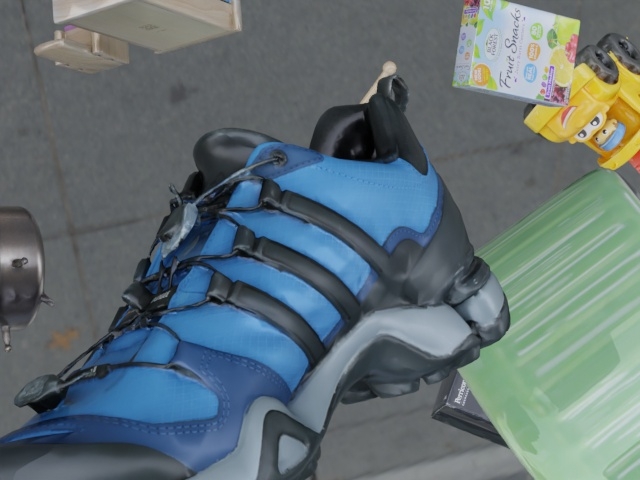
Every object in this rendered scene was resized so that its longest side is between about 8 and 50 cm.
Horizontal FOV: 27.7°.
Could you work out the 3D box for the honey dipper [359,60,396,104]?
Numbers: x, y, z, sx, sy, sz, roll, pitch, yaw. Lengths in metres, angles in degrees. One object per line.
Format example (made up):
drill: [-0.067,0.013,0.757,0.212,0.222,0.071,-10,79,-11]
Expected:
honey dipper: [0.047,-0.167,1.698,0.030,0.030,0.161,28,102,-37]

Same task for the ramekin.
ramekin: [0.222,0.095,0.871,0.148,0.303,0.303,-41,132,12]

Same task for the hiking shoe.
hiking shoe: [-0.043,0.028,0.511,0.113,0.132,0.304,-18,-175,37]

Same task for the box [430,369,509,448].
box: [0.287,0.154,1.831,0.184,0.261,0.103,23,159,-3]

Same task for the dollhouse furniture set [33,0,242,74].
dollhouse furniture set: [-0.259,-0.401,1.635,0.286,0.303,0.198,-10,170,31]

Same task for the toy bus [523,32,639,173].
toy bus: [0.426,-0.172,1.890,0.149,0.211,0.220,-45,171,35]

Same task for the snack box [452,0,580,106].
snack box: [0.218,-0.207,1.442,0.141,0.037,0.100,8,89,-30]

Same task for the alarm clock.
alarm clock: [-0.332,0.019,1.342,0.064,0.192,0.129,-2,121,-34]
